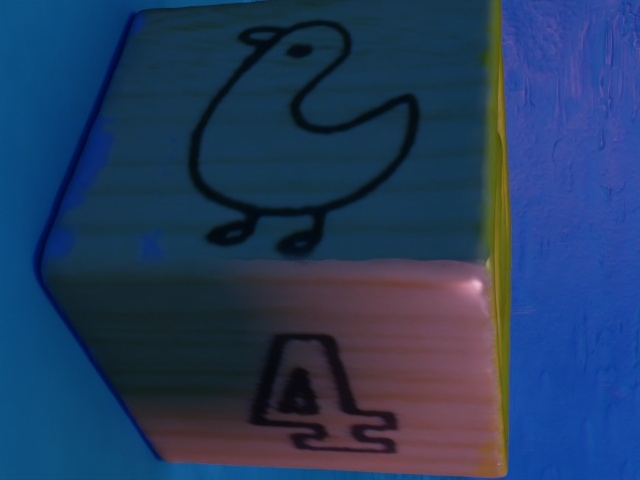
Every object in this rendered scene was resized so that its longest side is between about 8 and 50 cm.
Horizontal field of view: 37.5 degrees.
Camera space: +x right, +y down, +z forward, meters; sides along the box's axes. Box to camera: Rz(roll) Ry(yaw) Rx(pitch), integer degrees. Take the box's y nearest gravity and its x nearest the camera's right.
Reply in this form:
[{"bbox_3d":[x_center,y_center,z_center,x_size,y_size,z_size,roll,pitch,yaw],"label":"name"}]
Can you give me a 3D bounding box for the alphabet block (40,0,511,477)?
[{"bbox_3d":[0.000,0.000,0.503,0.193,0.197,0.193,73,20,-50],"label":"alphabet block"}]
